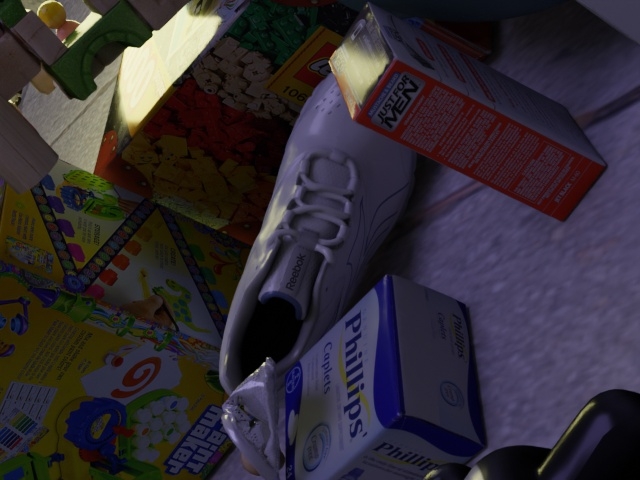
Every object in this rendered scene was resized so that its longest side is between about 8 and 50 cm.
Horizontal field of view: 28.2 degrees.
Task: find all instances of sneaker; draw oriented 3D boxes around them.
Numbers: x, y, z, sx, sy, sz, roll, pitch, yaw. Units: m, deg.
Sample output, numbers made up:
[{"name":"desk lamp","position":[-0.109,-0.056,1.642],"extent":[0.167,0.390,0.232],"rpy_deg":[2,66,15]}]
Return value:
[{"name":"sneaker","position":[0.000,0.000,0.986],"extent":[0.129,0.111,0.297],"rpy_deg":[-20,-52,-84]}]

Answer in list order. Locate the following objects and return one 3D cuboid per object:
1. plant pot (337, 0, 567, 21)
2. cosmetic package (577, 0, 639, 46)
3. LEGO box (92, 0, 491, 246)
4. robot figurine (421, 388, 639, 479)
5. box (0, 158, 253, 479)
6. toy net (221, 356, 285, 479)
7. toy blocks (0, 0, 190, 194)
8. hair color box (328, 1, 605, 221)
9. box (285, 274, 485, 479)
[{"name":"plant pot","position":[0.082,-0.272,0.885],"extent":[0.196,0.293,0.293],"rpy_deg":[-29,43,55]},{"name":"cosmetic package","position":[0.239,-0.224,0.661],"extent":[0.225,0.138,0.224],"rpy_deg":[-47,17,33]},{"name":"LEGO box","position":[-0.018,-0.295,1.234],"extent":[0.372,0.193,0.500],"rpy_deg":[-40,34,45]},{"name":"robot figurine","position":[0.102,0.203,0.554],"extent":[0.278,0.173,0.209],"rpy_deg":[-60,1,13]},{"name":"box","position":[-0.225,0.114,1.171],"extent":[0.290,0.279,0.177],"rpy_deg":[-52,26,27]},{"name":"toy net","position":[-0.047,0.187,0.893],"extent":[0.122,0.045,0.232],"rpy_deg":[-90,-2,-55]},{"name":"toy blocks","position":[-0.253,-0.232,1.006],"extent":[0.288,0.260,0.309],"rpy_deg":[-45,22,-7]},{"name":"hair color box","position":[0.094,-0.083,0.834],"extent":[0.053,0.167,0.093],"rpy_deg":[-55,25,22]},{"name":"box","position":[0.039,0.115,0.880],"extent":[0.137,0.072,0.126],"rpy_deg":[-47,31,35]}]
